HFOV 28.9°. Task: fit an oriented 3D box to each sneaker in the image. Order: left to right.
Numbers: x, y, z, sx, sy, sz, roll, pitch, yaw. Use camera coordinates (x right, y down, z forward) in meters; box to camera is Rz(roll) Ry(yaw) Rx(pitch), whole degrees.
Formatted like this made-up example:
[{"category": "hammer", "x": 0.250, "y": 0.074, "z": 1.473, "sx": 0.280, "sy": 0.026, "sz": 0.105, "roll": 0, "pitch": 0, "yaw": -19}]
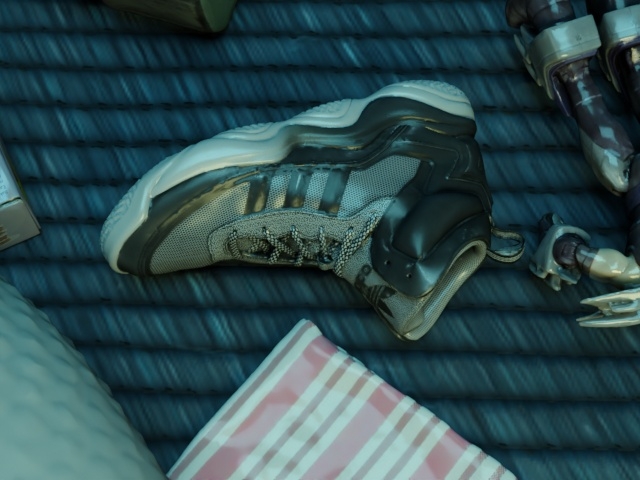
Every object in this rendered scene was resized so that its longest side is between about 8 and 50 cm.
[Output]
[{"category": "sneaker", "x": 0.000, "y": 0.000, "z": 0.808, "sx": 0.269, "sy": 0.101, "sz": 0.153, "roll": -20, "pitch": 66, "yaw": -10}]

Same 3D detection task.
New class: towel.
[{"category": "towel", "x": 0.019, "y": 0.154, "z": 0.784, "sx": 0.197, "sy": 0.029, "sz": 0.144, "roll": 36, "pitch": 71, "yaw": 15}]

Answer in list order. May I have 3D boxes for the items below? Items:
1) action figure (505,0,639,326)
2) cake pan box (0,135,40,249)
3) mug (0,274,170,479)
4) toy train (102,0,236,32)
[{"category": "action figure", "x": 0.220, "y": -0.049, "z": 0.836, "sx": 0.185, "sy": 0.099, "sz": 0.285, "roll": -13, "pitch": 71, "yaw": -12}, {"category": "cake pan box", "x": -0.362, "y": -0.061, "z": 0.859, "sx": 0.267, "sy": 0.070, "sz": 0.245, "roll": -26, "pitch": 67, "yaw": -10}, {"category": "mug", "x": -0.264, "y": 0.184, "z": 0.669, "sx": 0.374, "sy": 0.276, "sz": 0.328, "roll": -45, "pitch": 65, "yaw": 16}, {"category": "toy train", "x": -0.179, "y": -0.278, "z": 0.917, "sx": 0.334, "sy": 0.142, "sz": 0.190, "roll": 17, "pitch": 78, "yaw": 8}]
